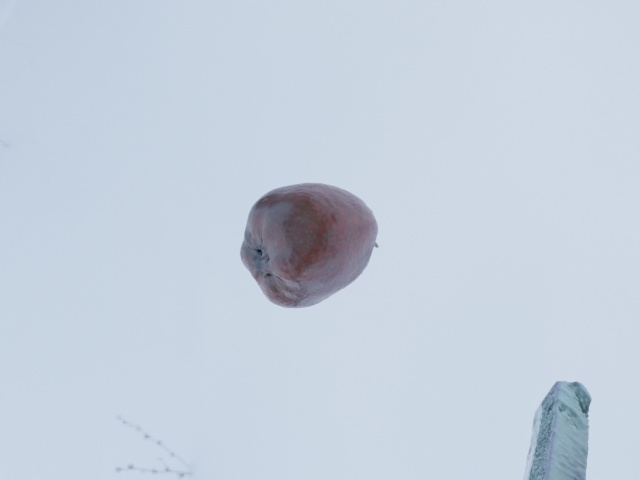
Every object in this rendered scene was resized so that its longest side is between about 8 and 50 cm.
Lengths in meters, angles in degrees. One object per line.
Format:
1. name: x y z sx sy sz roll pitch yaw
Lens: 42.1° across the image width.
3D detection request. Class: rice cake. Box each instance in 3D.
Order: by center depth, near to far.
1. rice cake: 0.146 0.150 0.528 0.043 0.034 0.211 -60 -7 25

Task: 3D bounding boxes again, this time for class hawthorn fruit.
1. hawthorn fruit: 0.000 0.000 1.420 0.210 0.262 0.210 20 115 49
